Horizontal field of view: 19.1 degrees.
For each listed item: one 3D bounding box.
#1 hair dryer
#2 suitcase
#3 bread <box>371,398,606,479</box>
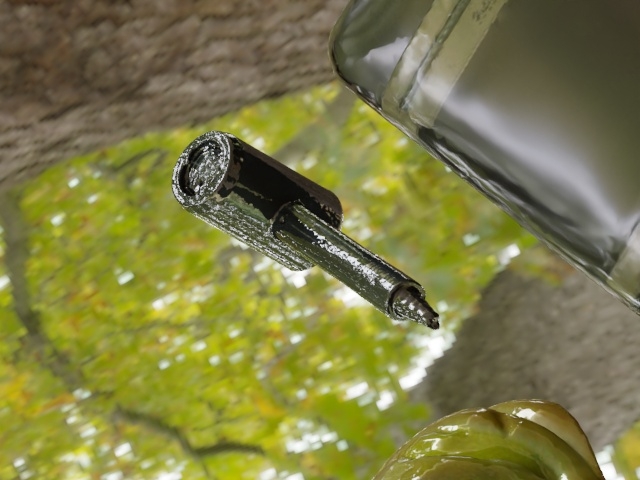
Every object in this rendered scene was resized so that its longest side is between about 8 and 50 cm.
[{"bbox_3d":[0.000,0.000,1.366,0.128,0.255,0.070,30,-88,-39],"label":"hair dryer"},{"bbox_3d":[0.223,-0.117,1.360,0.434,0.283,0.194,40,-158,19],"label":"suitcase"},{"bbox_3d":[0.089,0.219,1.172,0.156,0.158,0.260,5,-115,-27],"label":"bread"}]
